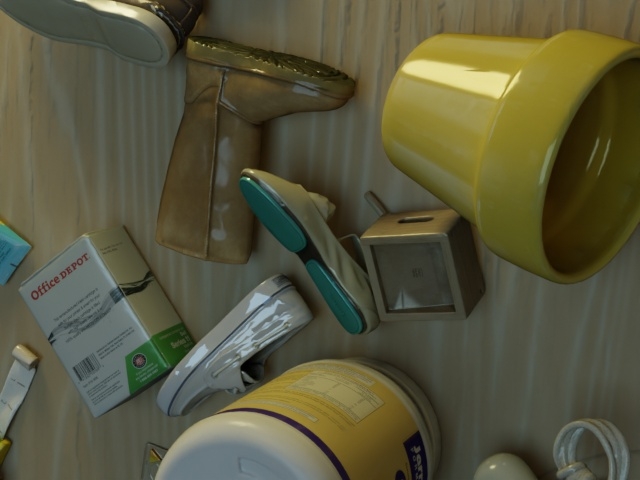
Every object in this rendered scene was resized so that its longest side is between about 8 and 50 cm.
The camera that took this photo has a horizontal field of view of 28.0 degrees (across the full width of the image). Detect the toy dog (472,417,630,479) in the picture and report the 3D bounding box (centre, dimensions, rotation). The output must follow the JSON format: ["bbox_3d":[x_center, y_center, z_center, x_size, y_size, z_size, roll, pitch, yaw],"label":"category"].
[{"bbox_3d":[0.334,0.367,1.452,0.220,0.161,0.333,-36,69,30],"label":"toy dog"}]

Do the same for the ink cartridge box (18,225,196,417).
[{"bbox_3d":[-0.283,0.106,1.710,0.153,0.087,0.208,-34,85,27],"label":"ink cartridge box"}]

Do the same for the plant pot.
[{"bbox_3d":[0.206,-0.111,1.357,0.239,0.254,0.254,25,111,37],"label":"plant pot"}]

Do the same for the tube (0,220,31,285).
[{"bbox_3d":[-0.503,-0.032,1.815,0.207,0.052,0.080,43,119,7],"label":"tube"}]

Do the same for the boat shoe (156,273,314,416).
[{"bbox_3d":[-0.111,0.155,1.632,0.084,0.095,0.258,50,117,14],"label":"boat shoe"}]

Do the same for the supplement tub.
[{"bbox_3d":[-0.013,0.273,1.473,0.241,0.331,0.241,6,103,25],"label":"supplement tub"}]

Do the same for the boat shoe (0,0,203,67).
[{"bbox_3d":[-0.299,-0.315,1.631,0.324,0.096,0.116,21,150,25],"label":"boat shoe"}]

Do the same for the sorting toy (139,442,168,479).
[{"bbox_3d":[-0.222,0.326,1.765,0.062,0.012,0.083,16,106,22],"label":"sorting toy"}]

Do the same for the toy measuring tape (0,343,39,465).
[{"bbox_3d":[-0.505,0.298,1.842,0.121,0.121,0.330,36,113,16],"label":"toy measuring tape"}]

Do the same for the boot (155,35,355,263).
[{"bbox_3d":[-0.083,-0.099,1.581,0.236,0.089,0.269,18,110,25],"label":"boot"}]

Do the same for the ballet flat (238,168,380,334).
[{"bbox_3d":[0.000,0.000,1.538,0.086,0.086,0.248,-31,101,27],"label":"ballet flat"}]

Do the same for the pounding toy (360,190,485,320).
[{"bbox_3d":[0.110,0.015,1.508,0.141,0.100,0.130,-3,113,29],"label":"pounding toy"}]
